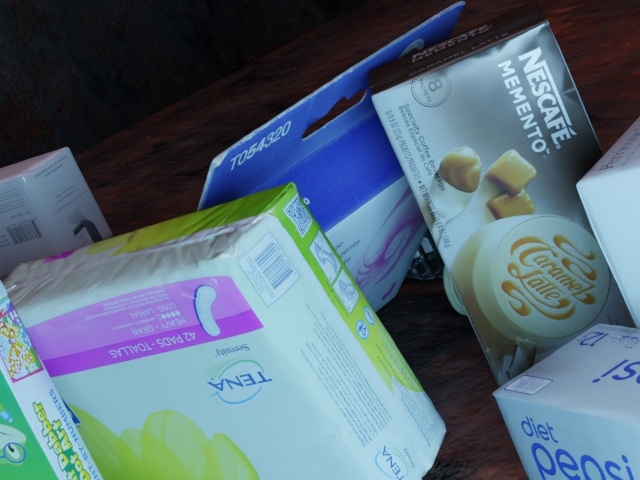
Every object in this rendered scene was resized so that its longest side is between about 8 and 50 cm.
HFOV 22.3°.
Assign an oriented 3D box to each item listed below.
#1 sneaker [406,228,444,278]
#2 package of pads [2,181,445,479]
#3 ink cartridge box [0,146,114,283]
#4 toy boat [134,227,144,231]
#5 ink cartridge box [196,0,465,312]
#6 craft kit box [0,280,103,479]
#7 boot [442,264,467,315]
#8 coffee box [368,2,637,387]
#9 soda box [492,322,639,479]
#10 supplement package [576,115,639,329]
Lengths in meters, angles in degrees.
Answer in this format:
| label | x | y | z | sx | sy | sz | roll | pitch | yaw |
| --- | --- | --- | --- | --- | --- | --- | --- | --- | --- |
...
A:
| label | x | y | z | sx | sy | sz | roll | pitch | yaw |
| --- | --- | --- | --- | --- | --- | --- | --- | --- | --- |
| sneaker | 0.085 | -0.011 | 1.585 | 0.234 | 0.078 | 0.106 | -12 | 21 | 48 |
| package of pads | -0.083 | 0.102 | 1.146 | 0.296 | 0.229 | 0.101 | -15 | 27 | 41 |
| ink cartridge box | -0.315 | 0.020 | 1.853 | 0.159 | 0.218 | 0.092 | -13 | 17 | 38 |
| toy boat | -0.148 | 0.058 | 1.568 | 0.231 | 0.151 | 0.151 | -22 | 14 | 10 |
| ink cartridge box | 0.000 | 0.000 | 1.328 | 0.324 | 0.071 | 0.330 | -37 | -21 | -41 |
| craft kit box | -0.283 | 0.179 | 1.162 | 0.250 | 0.246 | 0.061 | -20 | 18 | 21 |
| boot | 0.219 | -0.002 | 1.333 | 0.213 | 0.077 | 0.165 | -29 | 16 | -29 |
| coffee box | 0.148 | -0.034 | 1.211 | 0.141 | 0.246 | 0.098 | -22 | 15 | 9 |
| soda box | 0.216 | 0.115 | 0.855 | 0.091 | 0.098 | 0.286 | -29 | 15 | -23 |
| supplement package | 0.342 | -0.025 | 0.996 | 0.293 | 0.175 | 0.177 | -14 | 18 | 39 |
